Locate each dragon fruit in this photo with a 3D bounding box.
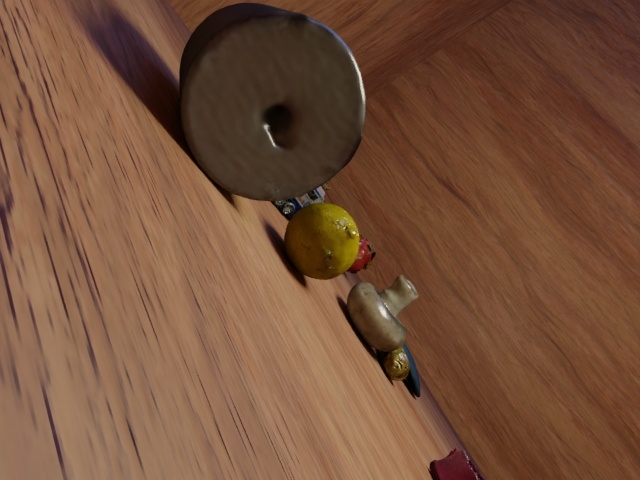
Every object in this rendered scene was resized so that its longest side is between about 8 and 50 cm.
[{"bbox_3d":[0.169,0.062,2.105,0.224,0.224,0.227,57,-2,-3],"label":"dragon fruit"}]

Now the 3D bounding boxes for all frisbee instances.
[{"bbox_3d":[0.363,0.502,1.718,0.289,0.049,0.289,159,-90,-89],"label":"frisbee"}]

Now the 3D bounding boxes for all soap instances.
[{"bbox_3d":[0.366,0.621,0.951,0.250,0.099,0.162,54,5,-26],"label":"soap"}]

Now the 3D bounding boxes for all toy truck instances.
[{"bbox_3d":[-0.064,-0.143,1.339,0.268,0.155,0.124,52,6,-49],"label":"toy truck"}]

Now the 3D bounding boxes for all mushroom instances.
[{"bbox_3d":[0.205,0.215,1.292,0.243,0.243,0.243,56,4,-7],"label":"mushroom"}]

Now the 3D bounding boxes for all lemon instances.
[{"bbox_3d":[0.000,0.000,0.938,0.173,0.173,0.206,54,-16,-29],"label":"lemon"}]

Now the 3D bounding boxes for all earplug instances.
[{"bbox_3d":[-0.120,-0.299,0.826,0.312,0.312,0.394,54,5,-37],"label":"earplug"}]

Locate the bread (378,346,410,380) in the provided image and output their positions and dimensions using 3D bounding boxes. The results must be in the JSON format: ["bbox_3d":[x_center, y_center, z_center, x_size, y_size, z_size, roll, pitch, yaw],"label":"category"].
[{"bbox_3d":[0.242,0.382,1.380,0.087,0.098,0.269,28,5,-1],"label":"bread"}]

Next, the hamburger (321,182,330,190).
[{"bbox_3d":[-0.090,-0.340,1.731,0.445,0.268,0.287,54,4,29],"label":"hamburger"}]
